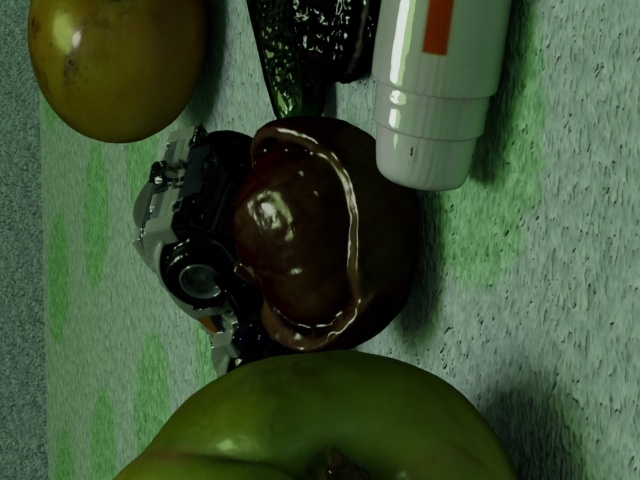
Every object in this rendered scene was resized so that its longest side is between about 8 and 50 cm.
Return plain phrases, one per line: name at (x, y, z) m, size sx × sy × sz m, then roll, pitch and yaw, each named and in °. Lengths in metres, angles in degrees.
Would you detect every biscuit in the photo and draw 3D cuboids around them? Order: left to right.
biscuit at (0.018, -0.241, 1.683) m, size 0.194 × 0.053 × 0.194 m, roll 180°, pitch 90°, yaw -74°

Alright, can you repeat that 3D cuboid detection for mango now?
mango at (-0.272, -0.289, 2.367) m, size 0.445 × 0.232 × 0.300 m, roll -127°, pitch 36°, yaw -75°

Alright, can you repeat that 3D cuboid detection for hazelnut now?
hazelnut at (0.004, -0.002, 1.532) m, size 0.170 × 0.161 × 0.201 m, roll 130°, pitch 145°, yaw -65°

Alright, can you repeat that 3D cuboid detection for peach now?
peach at (0.005, 0.221, 1.302) m, size 0.281 × 0.314 × 0.315 m, roll -60°, pitch -21°, yaw -20°

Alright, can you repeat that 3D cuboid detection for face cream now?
face cream at (0.098, -0.202, 1.332) m, size 0.102 × 0.102 × 0.345 m, roll -128°, pitch 43°, yaw -65°

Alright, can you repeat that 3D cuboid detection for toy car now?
toy car at (-0.080, 0.044, 1.703) m, size 0.193 × 0.118 × 0.301 m, roll -83°, pitch -25°, yaw -47°

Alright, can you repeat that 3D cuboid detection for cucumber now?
cucumber at (-0.033, -0.216, 1.825) m, size 0.074 × 0.074 × 0.241 m, roll 117°, pitch 147°, yaw -56°
